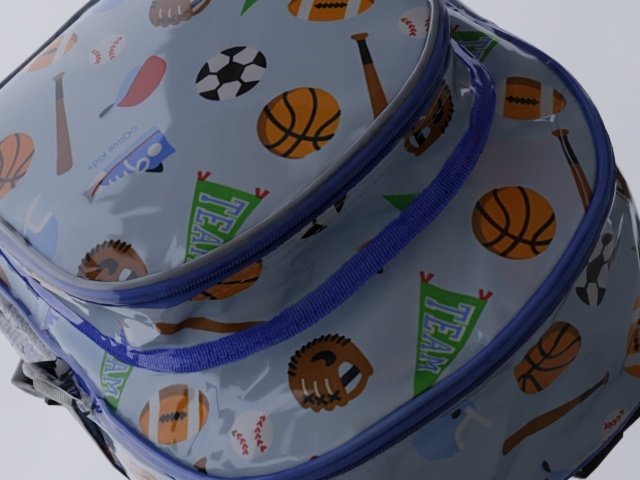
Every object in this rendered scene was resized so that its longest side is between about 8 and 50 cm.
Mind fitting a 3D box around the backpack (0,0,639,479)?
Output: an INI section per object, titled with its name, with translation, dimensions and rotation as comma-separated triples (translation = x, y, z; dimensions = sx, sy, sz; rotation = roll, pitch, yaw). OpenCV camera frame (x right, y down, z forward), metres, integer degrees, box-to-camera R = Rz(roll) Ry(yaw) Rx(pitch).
[backpack]
translation = 0.000, 0.000, 0.651
dimensions = 0.276, 0.263, 0.213
rotation = -46, -38, -5
